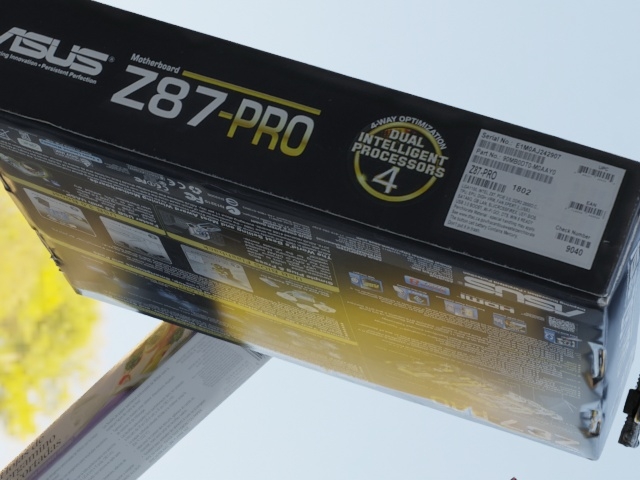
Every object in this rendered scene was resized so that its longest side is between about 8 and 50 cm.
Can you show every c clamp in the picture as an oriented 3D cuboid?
[{"bbox_3d":[0.208,0.053,1.101,0.137,0.022,0.160,13,94,-79],"label":"c clamp"}]

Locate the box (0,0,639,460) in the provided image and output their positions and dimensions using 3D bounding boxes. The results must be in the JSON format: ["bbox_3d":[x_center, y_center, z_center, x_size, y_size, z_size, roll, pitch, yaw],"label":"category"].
[{"bbox_3d":[0.000,0.000,1.106,0.318,0.395,0.097,73,36,-65],"label":"box"}]

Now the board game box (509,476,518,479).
[{"bbox_3d":[0.149,0.249,1.056,0.193,0.147,0.045,47,-63,1],"label":"board game box"}]

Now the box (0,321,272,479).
[{"bbox_3d":[-0.149,0.138,1.421,0.324,0.067,0.063,-43,-154,14],"label":"box"}]
